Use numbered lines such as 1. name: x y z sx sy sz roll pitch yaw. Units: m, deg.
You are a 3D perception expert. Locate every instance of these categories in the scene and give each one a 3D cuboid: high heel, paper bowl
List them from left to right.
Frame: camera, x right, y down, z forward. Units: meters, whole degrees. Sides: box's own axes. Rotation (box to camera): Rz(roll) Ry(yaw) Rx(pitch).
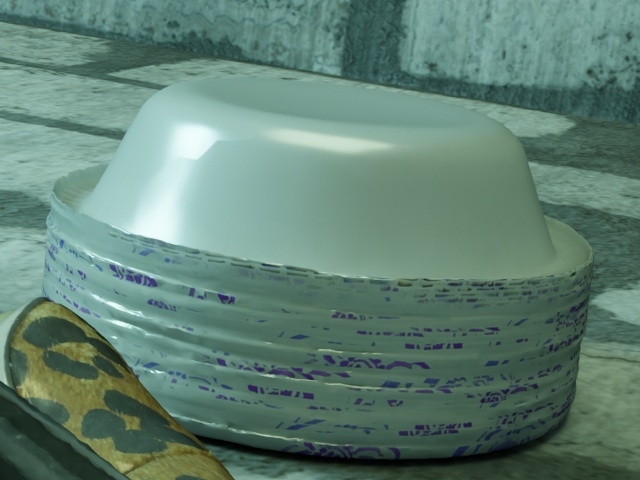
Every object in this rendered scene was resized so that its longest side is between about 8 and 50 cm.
1. high heel: -0.043 0.102 0.511 0.186 0.093 0.261 39 -8 -1
2. paper bowl: 0.000 0.000 0.934 0.284 0.148 0.284 6 12 -1
